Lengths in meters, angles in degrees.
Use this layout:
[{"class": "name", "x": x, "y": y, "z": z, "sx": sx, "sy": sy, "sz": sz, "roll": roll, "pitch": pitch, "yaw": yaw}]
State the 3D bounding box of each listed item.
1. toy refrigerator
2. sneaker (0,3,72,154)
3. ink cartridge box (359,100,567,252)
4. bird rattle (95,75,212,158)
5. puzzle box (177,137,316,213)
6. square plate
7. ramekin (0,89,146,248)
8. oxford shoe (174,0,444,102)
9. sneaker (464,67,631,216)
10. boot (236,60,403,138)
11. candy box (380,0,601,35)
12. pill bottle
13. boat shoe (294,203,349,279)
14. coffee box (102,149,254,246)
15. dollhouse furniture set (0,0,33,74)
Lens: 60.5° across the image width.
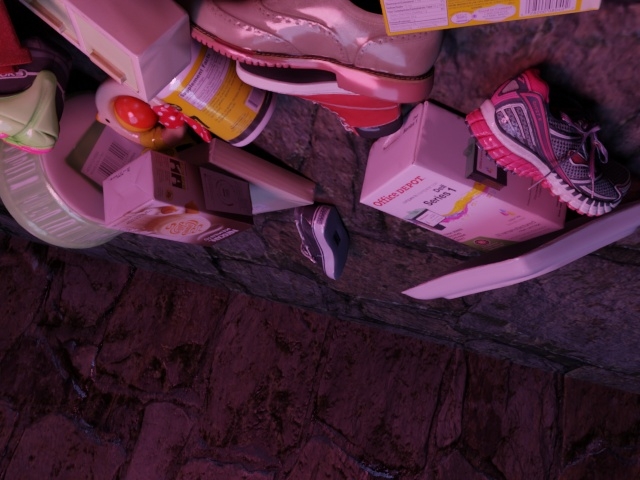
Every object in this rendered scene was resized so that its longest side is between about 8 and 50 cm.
[{"class": "toy refrigerator", "x": -0.289, "y": -0.295, "z": 0.654, "sx": 0.269, "sy": 0.094, "sz": 0.102, "roll": 38, "pitch": 161, "yaw": 1}, {"class": "sneaker", "x": -0.559, "y": -0.293, "z": 0.922, "sx": 0.482, "sy": 0.202, "sz": 0.185, "roll": 25, "pitch": 179, "yaw": 30}, {"class": "ink cartridge box", "x": 0.233, "y": -0.093, "z": 0.919, "sx": 0.278, "sy": 0.117, "sz": 0.201, "roll": 20, "pitch": 161, "yaw": -15}, {"class": "bird rattle", "x": -0.297, "y": -0.215, "z": 0.975, "sx": 0.207, "sy": 0.143, "sz": 0.253, "roll": 24, "pitch": 158, "yaw": -20}, {"class": "puzzle box", "x": -0.244, "y": -0.125, "z": 1.265, "sx": 0.272, "sy": 0.052, "sz": 0.409, "roll": 19, "pitch": 164, "yaw": -41}, {"class": "square plate", "x": 0.361, "y": 0.024, "z": 0.952, "sx": 0.344, "sy": 0.049, "sz": 0.347, "roll": -20, "pitch": 174, "yaw": -23}, {"class": "ramekin", "x": -0.449, "y": -0.143, "z": 1.074, "sx": 0.148, "sy": 0.303, "sz": 0.303, "roll": -10, "pitch": 150, "yaw": 38}, {"class": "oxford shoe", "x": -0.020, "y": -0.278, "z": 0.655, "sx": 0.348, "sy": 0.123, "sz": 0.130, "roll": 16, "pitch": 135, "yaw": 5}, {"class": "sneaker", "x": 0.342, "y": -0.125, "z": 0.757, "sx": 0.299, "sy": 0.121, "sz": 0.112, "roll": 18, "pitch": 133, "yaw": -31}, {"class": "boot", "x": 0.004, "y": -0.214, "z": 0.817, "sx": 0.244, "sy": 0.088, "sz": 0.176, "roll": 9, "pitch": 162, "yaw": 8}, {"class": "candy box", "x": 0.155, "y": -0.248, "z": 0.509, "sx": 0.205, "sy": 0.027, "sz": 0.105, "roll": -1, "pitch": 154, "yaw": 16}, {"class": "pill bottle", "x": -0.178, "y": -0.242, "z": 0.826, "sx": 0.208, "sy": 0.119, "sz": 0.119, "roll": 30, "pitch": 157, "yaw": -36}, {"class": "boat shoe", "x": -0.002, "y": 0.004, "z": 1.410, "sx": 0.105, "sy": 0.113, "sz": 0.306, "roll": 16, "pitch": 160, "yaw": 20}, {"class": "coffee box", "x": -0.261, "y": -0.070, "z": 1.039, "sx": 0.141, "sy": 0.098, "sz": 0.246, "roll": -22, "pitch": 159, "yaw": 32}, {"class": "dollhouse furniture set", "x": -0.462, "y": -0.354, "z": 0.580, "sx": 0.201, "sy": 0.152, "sz": 0.374, "roll": 24, "pitch": 131, "yaw": 54}]
